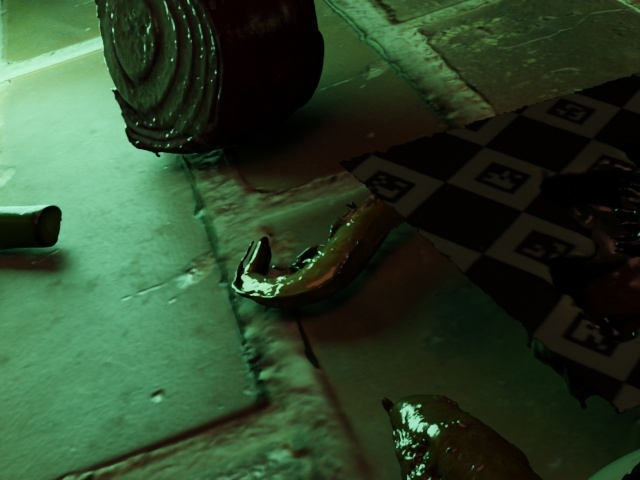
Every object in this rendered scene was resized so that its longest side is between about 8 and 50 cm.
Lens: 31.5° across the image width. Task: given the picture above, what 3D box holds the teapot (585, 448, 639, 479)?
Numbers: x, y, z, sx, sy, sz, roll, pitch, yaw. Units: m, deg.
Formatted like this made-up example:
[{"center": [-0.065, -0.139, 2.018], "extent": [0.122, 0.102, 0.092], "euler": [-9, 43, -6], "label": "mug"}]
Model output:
[{"center": [0.171, 0.152, 0.447], "extent": [0.193, 0.129, 0.294], "euler": [-9, 29, 11], "label": "teapot"}]

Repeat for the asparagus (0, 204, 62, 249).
[{"center": [-0.326, -0.013, 1.095], "extent": [0.178, 0.045, 0.041], "euler": [0, -1, 28], "label": "asparagus"}]

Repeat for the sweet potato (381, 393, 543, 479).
[{"center": [0.074, 0.126, 0.622], "extent": [0.068, 0.060, 0.206], "euler": [-30, 21, -6], "label": "sweet potato"}]

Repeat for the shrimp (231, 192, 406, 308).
[{"center": [0.001, 0.001, 0.912], "extent": [0.124, 0.034, 0.178], "euler": [0, 37, 40], "label": "shrimp"}]

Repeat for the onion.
[{"center": [-0.094, -0.212, 1.158], "extent": [0.206, 0.216, 0.207], "euler": [10, 30, 34], "label": "onion"}]

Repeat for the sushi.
[{"center": [0.202, 0.000, 0.755], "extent": [0.294, 0.059, 0.292], "euler": [-17, 41, -25], "label": "sushi"}]

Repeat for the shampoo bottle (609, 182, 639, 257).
[{"center": [0.265, 0.003, 0.665], "extent": [0.183, 0.050, 0.087], "euler": [11, 41, 9], "label": "shampoo bottle"}]
